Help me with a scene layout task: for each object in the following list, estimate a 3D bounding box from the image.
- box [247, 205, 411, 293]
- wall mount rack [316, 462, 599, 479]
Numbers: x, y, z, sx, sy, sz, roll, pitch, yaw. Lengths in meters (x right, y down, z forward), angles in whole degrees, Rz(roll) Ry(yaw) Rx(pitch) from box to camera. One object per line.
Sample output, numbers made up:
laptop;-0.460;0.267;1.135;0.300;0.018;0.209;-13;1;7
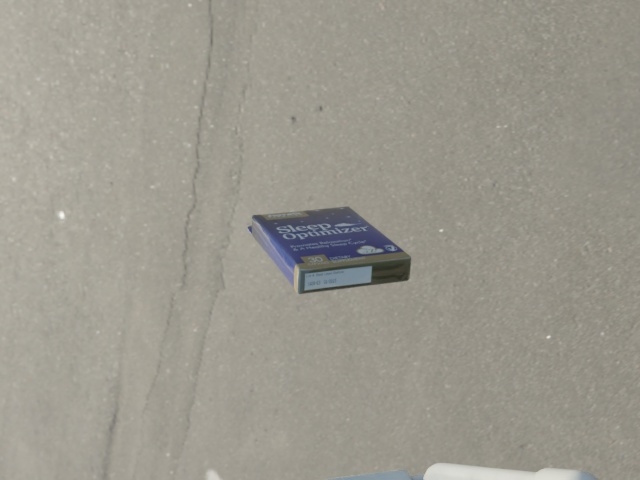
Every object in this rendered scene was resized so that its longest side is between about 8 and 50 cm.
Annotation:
box;0.000;0.000;0.941;0.225;0.136;0.037;-138;45;-61
wall mount rack;-0.016;0.191;0.423;0.130;0.349;0.304;-112;23;-50
